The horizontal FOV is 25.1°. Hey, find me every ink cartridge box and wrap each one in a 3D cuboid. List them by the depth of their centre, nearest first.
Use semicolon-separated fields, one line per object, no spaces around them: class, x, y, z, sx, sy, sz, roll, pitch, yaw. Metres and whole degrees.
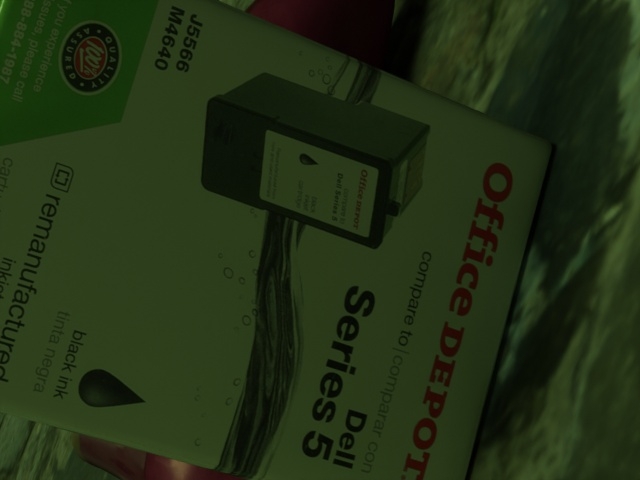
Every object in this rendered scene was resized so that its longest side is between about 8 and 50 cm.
ink cartridge box;-0.049;0.003;0.669;0.114;0.272;0.198;-1;72;65

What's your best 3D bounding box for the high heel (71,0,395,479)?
high heel;0.000;0.000;0.843;0.181;0.127;0.377;20;87;41
